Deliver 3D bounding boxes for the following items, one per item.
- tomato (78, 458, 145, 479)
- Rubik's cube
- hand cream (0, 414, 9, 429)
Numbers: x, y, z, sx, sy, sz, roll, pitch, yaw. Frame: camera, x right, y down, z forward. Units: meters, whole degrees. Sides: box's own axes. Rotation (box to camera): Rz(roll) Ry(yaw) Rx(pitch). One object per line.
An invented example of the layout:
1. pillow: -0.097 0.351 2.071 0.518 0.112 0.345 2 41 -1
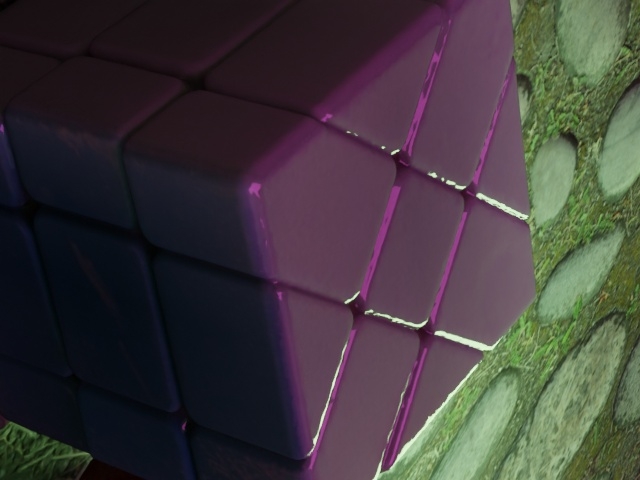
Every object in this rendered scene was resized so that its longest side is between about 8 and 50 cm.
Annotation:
1. tomato: -0.075 0.253 1.458 0.265 0.265 0.265 -41 144 -39
2. Rubik's cube: -0.059 -0.029 1.355 0.319 0.316 0.322 -44 139 -38
3. hand cream: -0.218 0.071 1.502 0.234 0.050 0.080 -50 141 -35
